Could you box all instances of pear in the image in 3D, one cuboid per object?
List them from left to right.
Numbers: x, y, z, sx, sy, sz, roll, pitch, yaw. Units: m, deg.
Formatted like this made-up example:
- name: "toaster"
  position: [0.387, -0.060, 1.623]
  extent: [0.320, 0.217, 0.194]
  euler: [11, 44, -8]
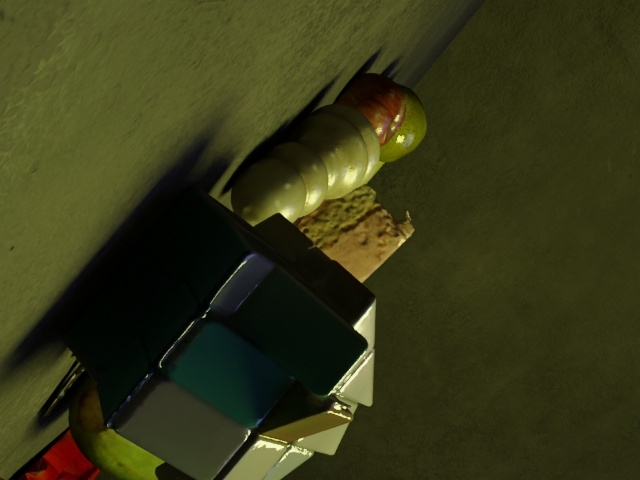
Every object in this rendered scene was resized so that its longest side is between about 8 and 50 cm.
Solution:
- name: "pear"
  position: [0.173, -0.293, 2.180]
  extent: [0.198, 0.198, 0.198]
  euler: [-49, 179, -1]

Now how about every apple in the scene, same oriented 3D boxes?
- name: "apple"
  position: [0.101, -0.266, 1.774]
  extent: [0.146, 0.131, 0.146]
  euler: [-49, 164, -19]

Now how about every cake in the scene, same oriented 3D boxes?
- name: "cake"
  position: [0.000, 0.000, 2.146]
  extent: [0.293, 0.307, 0.314]
  euler: [-47, 178, -21]

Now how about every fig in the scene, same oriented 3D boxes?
- name: "fig"
  position: [-0.336, 0.311, 1.597]
  extent: [0.258, 0.258, 0.326]
  euler: [-49, 162, 7]

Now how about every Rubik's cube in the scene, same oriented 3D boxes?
- name: "Rubik's cube"
  position: [-0.121, 0.152, 1.178]
  extent: [0.387, 0.358, 0.368]
  euler: [-49, 147, 3]

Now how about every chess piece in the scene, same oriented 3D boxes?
- name: "chess piece"
  position: [-0.032, -0.109, 1.476]
  extent: [0.167, 0.167, 0.300]
  euler: [-50, 174, 40]

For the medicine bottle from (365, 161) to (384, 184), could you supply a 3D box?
- name: "medicine bottle"
  position: [0.140, -0.280, 2.400]
  extent: [0.258, 0.143, 0.143]
  euler: [-51, 179, 10]

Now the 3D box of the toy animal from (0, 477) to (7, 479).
- name: "toy animal"
  position: [-0.470, 0.419, 1.078]
  extent: [0.338, 0.216, 0.191]
  euler: [-47, -154, 5]

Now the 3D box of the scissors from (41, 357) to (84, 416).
- name: "scissors"
  position: [-0.363, 0.183, 1.397]
  extent: [0.317, 0.024, 0.160]
  euler: [-50, 179, 25]

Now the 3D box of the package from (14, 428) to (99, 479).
- name: "package"
  position: [-0.587, 0.533, 1.925]
  extent: [0.196, 0.123, 0.423]
  euler: [-52, 180, 14]

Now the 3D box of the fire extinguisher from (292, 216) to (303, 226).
- name: "fire extinguisher"
  position: [-0.088, -0.053, 1.861]
  extent: [0.341, 0.105, 0.141]
  euler: [-53, 160, 24]
